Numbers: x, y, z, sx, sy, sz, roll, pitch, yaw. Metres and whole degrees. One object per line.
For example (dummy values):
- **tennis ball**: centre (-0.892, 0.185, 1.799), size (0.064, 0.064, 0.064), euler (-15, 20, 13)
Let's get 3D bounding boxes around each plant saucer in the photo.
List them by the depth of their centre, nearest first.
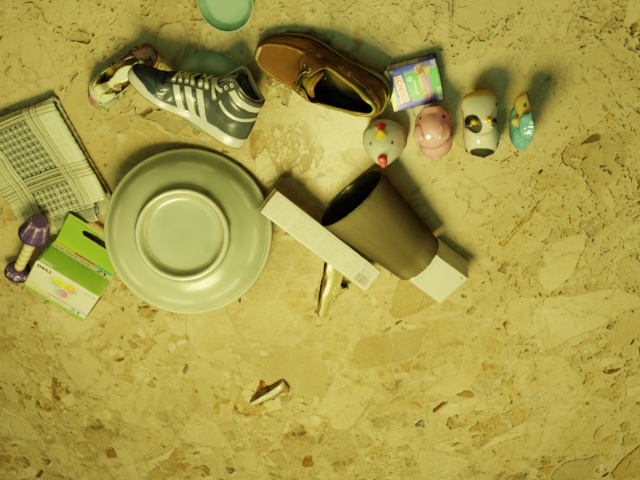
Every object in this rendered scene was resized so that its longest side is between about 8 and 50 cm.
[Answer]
- **plant saucer**: centre (-0.194, -0.493, 1.267), size (0.120, 0.021, 0.119), euler (5, 120, 9)
- **plant saucer**: centre (-0.250, -0.321, 1.373), size (0.195, 0.037, 0.194), euler (6, 122, 9)
- **plant saucer**: centre (-0.314, -0.016, 1.433), size (0.401, 0.100, 0.399), euler (0, 96, -2)

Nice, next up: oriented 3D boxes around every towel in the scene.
- **towel**: centre (-0.710, -0.168, 1.552), size (0.313, 0.056, 0.324), euler (-14, 117, 19)

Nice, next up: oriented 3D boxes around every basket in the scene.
- **basket**: centre (0.146, -0.025, 1.401), size (0.227, 0.154, 0.204), euler (41, 140, -18)

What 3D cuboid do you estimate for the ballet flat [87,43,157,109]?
- **ballet flat**: centre (-0.456, -0.358, 1.370), size (0.222, 0.079, 0.076), euler (-27, 112, 25)

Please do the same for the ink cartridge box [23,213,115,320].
- **ink cartridge box**: centre (-0.651, 0.074, 1.637), size (0.189, 0.097, 0.255), euler (34, 130, -13)

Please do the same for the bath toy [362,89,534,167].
- **bath toy**: centre (0.253, -0.220, 1.267), size (0.349, 0.129, 0.151), euler (-6, 125, 17)

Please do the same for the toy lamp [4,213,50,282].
- **toy lamp**: centre (-0.779, 0.023, 1.634), size (0.080, 0.080, 0.274), euler (36, 132, -10)

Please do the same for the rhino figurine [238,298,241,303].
- **rhino figurine**: centre (-0.264, 0.067, 1.565), size (0.073, 0.106, 0.243), euler (-16, 115, 21)

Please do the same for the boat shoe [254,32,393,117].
- **boat shoe**: centre (-0.006, -0.338, 1.252), size (0.308, 0.104, 0.110), euler (21, 129, 11)

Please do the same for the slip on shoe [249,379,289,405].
- **slip on shoe**: centre (-0.151, 0.456, 1.809), size (0.135, 0.051, 0.041), euler (-34, 106, 19)

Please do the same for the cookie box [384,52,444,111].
- **cookie box**: centre (0.195, -0.326, 1.272), size (0.107, 0.040, 0.091), euler (-10, 118, 18)

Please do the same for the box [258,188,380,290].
- **box**: centre (0.000, 0.000, 1.453), size (0.324, 0.063, 0.067), euler (37, 92, -16)

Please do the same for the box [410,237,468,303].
- **box**: centre (0.282, 0.072, 1.462), size (0.102, 0.087, 0.101), euler (36, 121, -10)

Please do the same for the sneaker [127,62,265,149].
- **sneaker**: centre (-0.251, -0.324, 1.288), size (0.282, 0.099, 0.153), euler (30, 127, -15)

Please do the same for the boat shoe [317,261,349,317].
- **boat shoe**: centre (0.037, 0.120, 1.561), size (0.072, 0.068, 0.189), euler (8, 122, -6)
